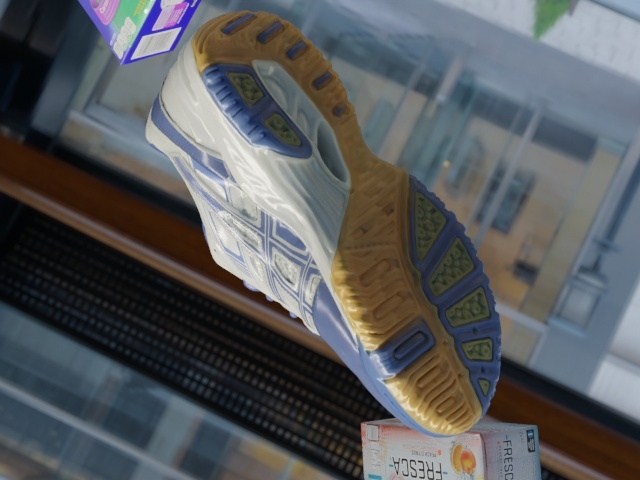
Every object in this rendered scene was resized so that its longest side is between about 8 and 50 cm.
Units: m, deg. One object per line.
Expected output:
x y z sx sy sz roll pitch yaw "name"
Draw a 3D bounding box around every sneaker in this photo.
0.000 0.000 0.842 0.296 0.112 0.131 58 140 5 "sneaker"

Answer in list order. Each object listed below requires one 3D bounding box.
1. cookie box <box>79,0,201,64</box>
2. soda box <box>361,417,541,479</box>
-0.106 -0.167 0.715 0.107 0.040 0.092 56 139 15 "cookie box"
0.108 0.185 1.131 0.063 0.058 0.183 -3 178 -30 "soda box"
